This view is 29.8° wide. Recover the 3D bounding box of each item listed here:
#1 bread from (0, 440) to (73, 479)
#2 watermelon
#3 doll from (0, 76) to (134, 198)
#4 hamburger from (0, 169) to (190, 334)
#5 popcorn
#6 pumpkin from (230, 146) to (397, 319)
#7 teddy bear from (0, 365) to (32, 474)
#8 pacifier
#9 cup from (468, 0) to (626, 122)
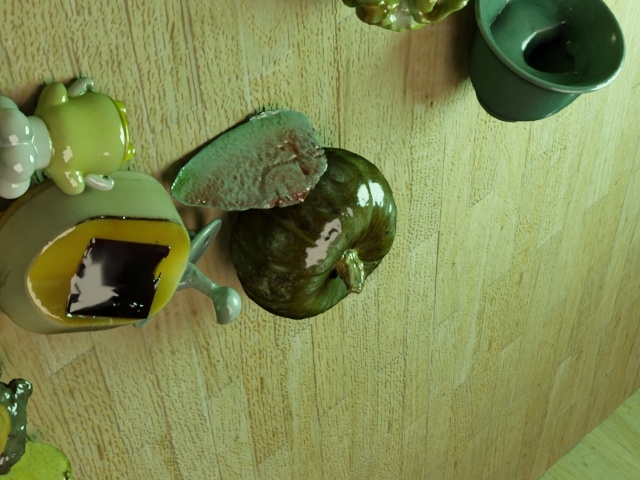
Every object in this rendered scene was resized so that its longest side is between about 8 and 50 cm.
[{"bbox_3d":[-0.379,0.305,1.304,0.245,0.102,0.094,-21,137,-42],"label":"bread"},{"bbox_3d":[-0.081,-0.071,1.297,0.180,0.094,0.081,-18,142,-17],"label":"watermelon"},{"bbox_3d":[-0.238,-0.090,1.074,0.162,0.062,0.106,-14,93,-47],"label":"doll"},{"bbox_3d":[-0.227,0.012,1.173,0.210,0.116,0.173,-1,117,-47],"label":"hamburger"},{"bbox_3d":[0.083,-0.286,1.242,0.141,0.162,0.136,-23,110,-74],"label":"popcorn"},{"bbox_3d":[0.000,0.000,1.405,0.219,0.162,0.219,-34,151,-22],"label":"pumpkin"},{"bbox_3d":[-0.358,0.181,1.169,0.177,0.140,0.190,-55,158,4],"label":"teddy bear"},{"bbox_3d":[-0.139,0.051,1.320,0.150,0.116,0.127,-53,180,-22],"label":"pacifier"},{"bbox_3d":[0.259,-0.222,1.506,0.199,0.199,0.150,-29,162,-31],"label":"cup"}]
